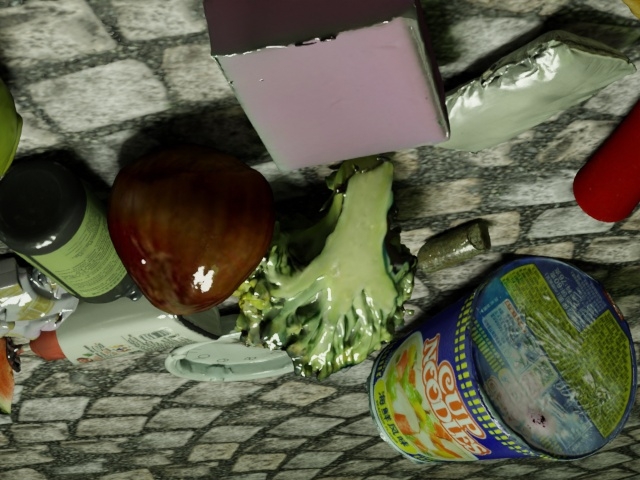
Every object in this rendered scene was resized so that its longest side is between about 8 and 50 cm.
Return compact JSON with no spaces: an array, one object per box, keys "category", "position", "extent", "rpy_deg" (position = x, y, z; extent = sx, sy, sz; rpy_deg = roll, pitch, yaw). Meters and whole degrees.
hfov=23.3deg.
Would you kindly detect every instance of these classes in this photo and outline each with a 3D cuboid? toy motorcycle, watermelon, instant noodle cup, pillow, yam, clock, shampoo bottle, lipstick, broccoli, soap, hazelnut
[{"category":"toy motorcycle","position":[-0.369,0.076,1.858],"extent":[0.225,0.073,0.152],"rpy_deg":[-19,149,6]},{"category":"watermelon","position":[-0.444,0.155,2.053],"extent":[0.094,0.125,0.135],"rpy_deg":[-30,149,-28]},{"category":"instant noodle cup","position":[0.228,0.190,2.143],"extent":[0.284,0.284,0.312],"rpy_deg":[6,162,-30]},{"category":"pillow","position":[0.192,-0.144,1.553],"extent":[0.128,0.051,0.229],"rpy_deg":[16,150,-40]},{"category":"yam","position":[0.166,0.009,1.928],"extent":[0.094,0.043,0.043],"rpy_deg":[-23,154,36]},{"category":"clock","position":[-0.099,0.140,2.140],"extent":[0.236,0.053,0.236],"rpy_deg":[-6,160,-2]},{"category":"shampoo bottle","position":[-0.285,0.116,1.999],"extent":[0.284,0.071,0.153],"rpy_deg":[-12,160,15]},{"category":"lipstick","position":[0.348,-0.099,1.678],"extent":[0.080,0.080,0.241],"rpy_deg":[-2,157,-14]},{"category":"broccoli","position":[-0.008,0.005,1.776],"extent":[0.242,0.273,0.180],"rpy_deg":[-6,-155,-31]},{"category":"shampoo bottle","position":[-0.258,0.007,1.696],"extent":[0.101,0.101,0.284],"rpy_deg":[-12,157,11]},{"category":"soap","position":[0.014,-0.158,1.415],"extent":[0.181,0.081,0.259],"rpy_deg":[-11,159,9]},{"category":"hazelnut","position":[-0.133,-0.011,1.595],"extent":[0.178,0.178,0.204],"rpy_deg":[13,171,-41]}]

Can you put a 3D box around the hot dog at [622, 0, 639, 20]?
[{"category":"hot dog","position":[0.287,-0.233,1.351],"extent":[0.087,0.061,0.286],"rpy_deg":[-12,159,19]}]

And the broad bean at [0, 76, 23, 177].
[{"category":"broad bean","position":[-0.384,-0.102,1.362],"extent":[0.238,0.119,0.291],"rpy_deg":[-13,157,11]}]
